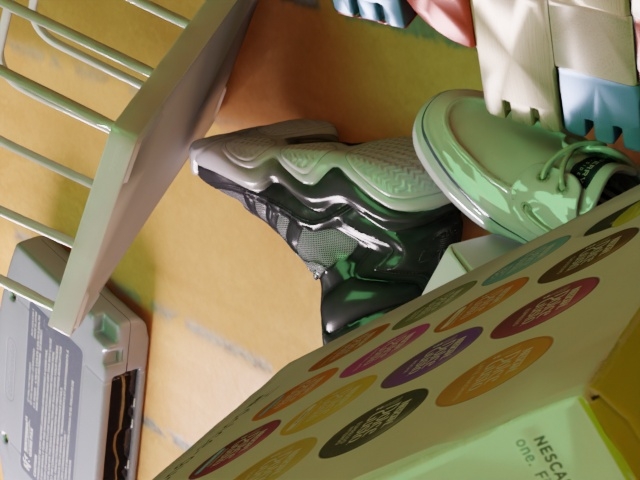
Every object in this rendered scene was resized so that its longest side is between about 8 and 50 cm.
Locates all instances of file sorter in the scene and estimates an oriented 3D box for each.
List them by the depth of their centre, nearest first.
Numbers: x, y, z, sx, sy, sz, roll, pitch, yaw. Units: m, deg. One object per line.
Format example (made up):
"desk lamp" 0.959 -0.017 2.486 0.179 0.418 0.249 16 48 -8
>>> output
"file sorter" -0.173 -0.115 1.167 0.173 0.277 0.193 25 132 1

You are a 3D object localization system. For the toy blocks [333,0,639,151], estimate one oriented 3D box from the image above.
"toy blocks" 0.139 -0.165 0.865 0.381 0.191 0.261 19 144 29

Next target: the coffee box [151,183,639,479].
"coffee box" 0.117 0.199 0.764 0.334 0.337 0.338 -28 95 31

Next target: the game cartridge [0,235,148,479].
"game cartridge" -0.246 0.152 1.591 0.196 0.060 0.294 34 128 36

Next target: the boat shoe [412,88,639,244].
"boat shoe" 0.155 -0.027 0.943 0.226 0.083 0.076 34 156 11

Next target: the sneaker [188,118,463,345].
"sneaker" 0.000 0.000 1.170 0.268 0.101 0.153 12 112 49

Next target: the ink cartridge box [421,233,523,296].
"ink cartridge box" 0.113 0.072 1.029 0.072 0.127 0.175 54 138 29
